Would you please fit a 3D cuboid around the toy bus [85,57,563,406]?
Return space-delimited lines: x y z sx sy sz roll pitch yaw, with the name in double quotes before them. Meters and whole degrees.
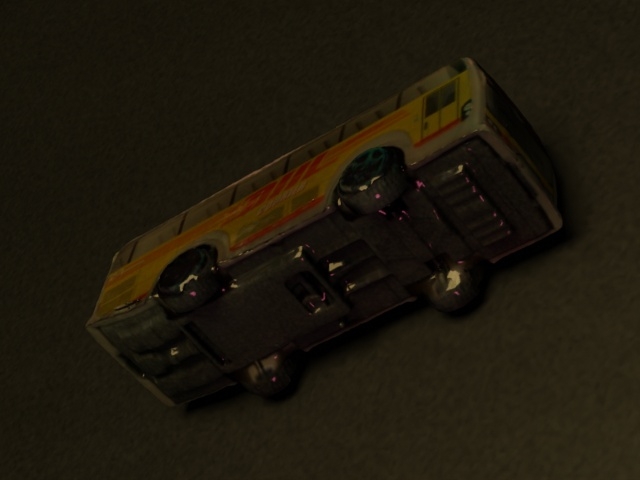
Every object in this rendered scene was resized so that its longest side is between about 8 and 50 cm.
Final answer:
"toy bus" 0.000 0.000 0.890 0.268 0.092 0.106 -28 31 27
